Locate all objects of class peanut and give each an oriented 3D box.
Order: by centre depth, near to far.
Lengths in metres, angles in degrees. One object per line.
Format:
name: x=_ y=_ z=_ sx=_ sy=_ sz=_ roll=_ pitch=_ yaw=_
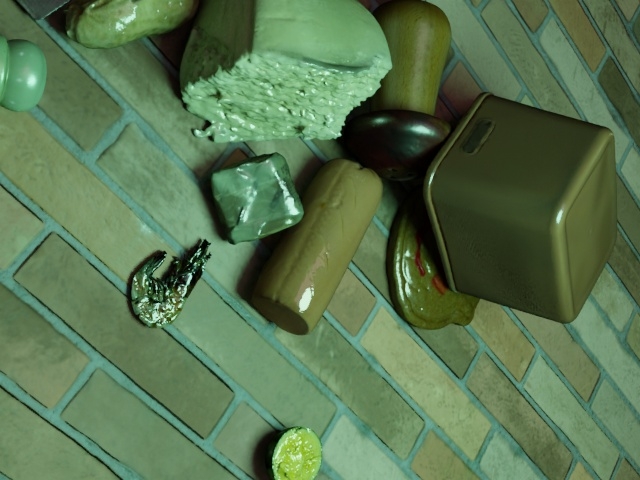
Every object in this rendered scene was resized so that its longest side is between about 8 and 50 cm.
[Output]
peanut: x=-0.259 y=-0.325 z=1.179 sx=0.214 sy=0.099 sz=0.099 roll=-21 pitch=101 yaw=-41

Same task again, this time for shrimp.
shrimp: x=-0.219 y=0.052 z=1.231 sx=0.091 sy=0.034 sz=0.161 roll=45 pitch=64 yaw=-27

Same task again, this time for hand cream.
hand cream: x=-0.489 y=-0.220 z=0.999 sx=0.306 sy=0.093 sz=0.147 roll=6 pitch=90 yaw=-35

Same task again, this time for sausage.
sausage: x=0.000 y=-0.001 z=1.348 sx=0.121 sy=0.121 sz=0.304 roll=41 pitch=64 yaw=-29

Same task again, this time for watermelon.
watermelon: x=-0.050 y=0.347 z=1.332 sx=0.105 sy=0.062 sz=0.105 roll=2 pitch=87 yaw=-45

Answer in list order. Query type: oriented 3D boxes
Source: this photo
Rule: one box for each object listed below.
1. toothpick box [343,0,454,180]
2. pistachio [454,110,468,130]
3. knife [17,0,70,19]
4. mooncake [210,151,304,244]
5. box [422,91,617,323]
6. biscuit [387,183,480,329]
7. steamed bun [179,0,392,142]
toothpick box: x=0.143 y=-0.251 z=1.430 sx=0.192 sy=0.192 sz=0.294 roll=16 pitch=74 yaw=-36
pistachio: x=0.332 y=-0.196 z=1.605 sx=0.215 sy=0.144 sz=0.144 roll=-27 pitch=105 yaw=-41
knife: x=-0.425 y=-0.406 z=1.091 sx=0.072 sy=0.019 sz=0.245 roll=-37 pitch=106 yaw=-12
mooncake: x=-0.099 y=-0.066 z=1.289 sx=0.130 sy=0.073 sz=0.125 roll=-18 pitch=104 yaw=-7
box: x=0.353 y=-0.046 z=1.417 sx=0.239 sy=0.229 sz=0.339 roll=-54 pitch=145 yaw=-24
biscuit: x=0.229 y=0.034 z=1.571 sx=0.257 sy=0.049 sz=0.273 roll=11 pitch=83 yaw=-37
steamed bun: x=-0.035 y=-0.286 z=1.243 sx=0.290 sy=0.272 sz=0.273 roll=7 pitch=83 yaw=-41
